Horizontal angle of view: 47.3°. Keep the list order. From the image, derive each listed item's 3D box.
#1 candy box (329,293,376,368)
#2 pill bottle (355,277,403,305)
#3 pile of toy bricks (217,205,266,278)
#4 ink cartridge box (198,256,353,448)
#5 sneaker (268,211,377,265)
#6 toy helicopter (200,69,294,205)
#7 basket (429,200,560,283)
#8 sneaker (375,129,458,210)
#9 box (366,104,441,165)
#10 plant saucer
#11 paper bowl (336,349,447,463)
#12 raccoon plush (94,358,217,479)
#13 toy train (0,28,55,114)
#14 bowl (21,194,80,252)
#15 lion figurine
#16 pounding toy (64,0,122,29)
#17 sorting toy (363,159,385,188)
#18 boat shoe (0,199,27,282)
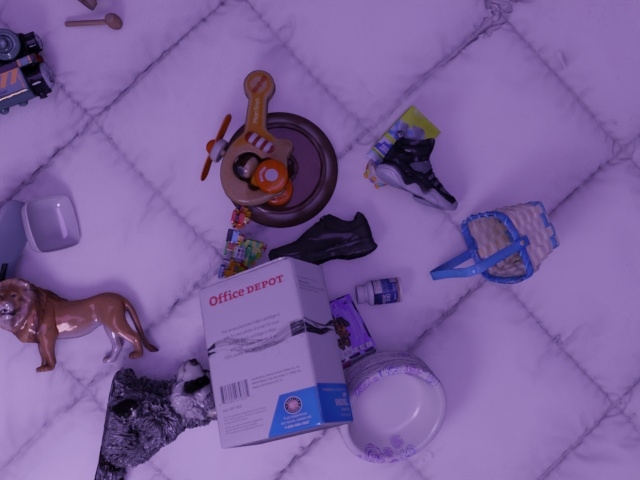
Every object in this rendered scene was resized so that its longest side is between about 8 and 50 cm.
[{"bbox_3d":[0.020,0.253,1.879,0.196,0.070,0.165,-22,65,-12],"label":"candy box"},{"bbox_3d":[0.155,0.137,1.933,0.120,0.067,0.067,-7,90,-4],"label":"pill bottle"},{"bbox_3d":[-0.191,0.017,1.881,0.105,0.118,0.212,13,98,-4],"label":"pile of toy bricks"},{"bbox_3d":[-0.112,0.271,1.758,0.285,0.166,0.395,-20,71,26],"label":"ink cartridge box"},{"bbox_3d":[0.000,0.000,1.918,0.286,0.109,0.130,-11,80,-11],"label":"sneaker"},{"bbox_3d":[-0.183,-0.263,1.857,0.235,0.140,0.355,3,79,5],"label":"toy helicopter"},{"bbox_3d":[0.442,0.023,1.863,0.289,0.255,0.201,-23,93,-15],"label":"basket"},{"bbox_3d":[0.275,-0.182,1.899,0.268,0.101,0.153,25,86,-30],"label":"sneaker"},{"bbox_3d":[0.222,-0.261,1.957,0.109,0.042,0.178,43,86,-2],"label":"box"},{"bbox_3d":[-0.106,-0.188,1.930,0.310,0.050,0.311,0,90,-4],"label":"plant saucer"},{"bbox_3d":[0.166,0.411,1.864,0.284,0.148,0.284,-5,110,-15],"label":"paper bowl"},{"bbox_3d":[-0.403,0.498,1.872,0.299,0.216,0.446,10,118,-17],"label":"raccoon plush"},{"bbox_3d":[-0.844,-0.403,1.844,0.334,0.142,0.190,-23,103,-6],"label":"toy train"},{"bbox_3d":[-0.692,-0.040,1.853,0.053,0.142,0.142,-10,95,34],"label":"bowl"},{"bbox_3d":[-0.618,0.200,1.854,0.392,0.142,0.240,-4,82,-23],"label":"lion figurine"},{"bbox_3d":[-0.630,-0.634,1.845,0.269,0.154,0.155,36,87,-2],"label":"pounding toy"},{"bbox_3d":[0.150,-0.173,1.933,0.083,0.075,0.045,44,86,-2],"label":"sorting toy"},{"bbox_3d":[-0.825,0.038,1.846,0.105,0.113,0.306,18,101,22],"label":"boat shoe"}]
